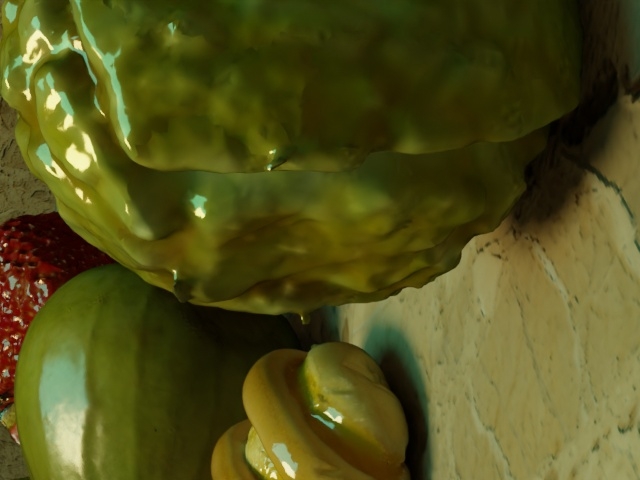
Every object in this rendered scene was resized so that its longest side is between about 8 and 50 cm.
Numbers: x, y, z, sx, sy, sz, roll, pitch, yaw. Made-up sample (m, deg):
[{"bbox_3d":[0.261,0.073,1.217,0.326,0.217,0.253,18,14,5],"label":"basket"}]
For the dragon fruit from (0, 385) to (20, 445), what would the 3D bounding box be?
[{"bbox_3d":[-0.152,0.169,1.279,0.126,0.274,0.161,34,94,49],"label":"dragon fruit"}]

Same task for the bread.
[{"bbox_3d":[-0.022,0.215,0.933,0.173,0.121,0.311,-120,36,-62],"label":"bread"}]

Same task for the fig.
[{"bbox_3d":[-0.132,0.152,1.077,0.239,0.239,0.271,135,147,-68],"label":"fig"}]

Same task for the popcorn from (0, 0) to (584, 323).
[{"bbox_3d":[-0.024,-0.089,0.677,0.282,0.282,0.247,123,132,-62],"label":"popcorn"}]

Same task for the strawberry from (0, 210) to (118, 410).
[{"bbox_3d":[-0.315,0.111,1.743,0.351,0.267,0.312,-1,110,68],"label":"strawberry"}]

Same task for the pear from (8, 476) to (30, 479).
[{"bbox_3d":[-0.279,0.421,1.409,0.418,0.362,0.363,-93,4,-87],"label":"pear"}]
